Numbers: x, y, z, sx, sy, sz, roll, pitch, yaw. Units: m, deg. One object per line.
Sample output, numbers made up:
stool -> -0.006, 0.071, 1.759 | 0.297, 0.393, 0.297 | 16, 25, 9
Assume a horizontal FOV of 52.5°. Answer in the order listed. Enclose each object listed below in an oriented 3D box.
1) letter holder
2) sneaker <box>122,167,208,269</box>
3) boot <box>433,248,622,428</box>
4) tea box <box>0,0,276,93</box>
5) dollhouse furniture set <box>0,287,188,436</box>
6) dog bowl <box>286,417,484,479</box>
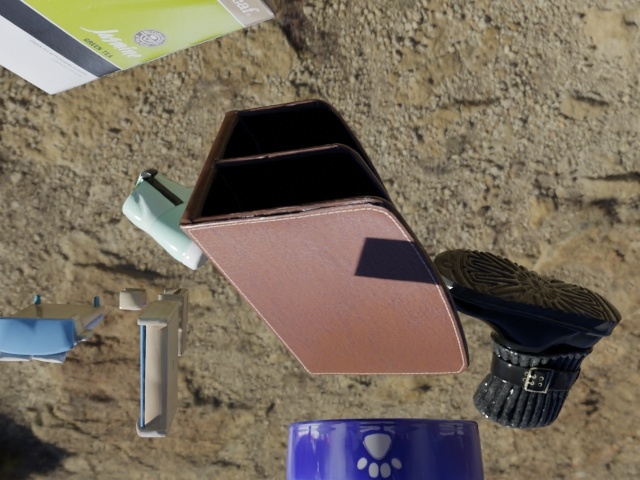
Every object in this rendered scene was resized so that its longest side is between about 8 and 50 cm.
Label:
letter holder -> 0.038, 0.009, 0.685 | 0.214, 0.152, 0.302 | -4, 142, 26
sneaker -> -0.174, -0.069, 0.932 | 0.151, 0.256, 0.094 | 36, 118, 1
boot -> 0.303, 0.178, 1.099 | 0.348, 0.131, 0.260 | 19, 118, -9
tea box -> -0.259, -0.348, 0.644 | 0.324, 0.220, 0.329 | -11, 163, 18
dollhouse furniture set -> -0.403, 0.201, 1.142 | 0.303, 0.286, 0.198 | 3, 96, -4
dog bowl -> 0.086, 0.302, 0.883 | 0.265, 0.104, 0.265 | -1, 162, 0
